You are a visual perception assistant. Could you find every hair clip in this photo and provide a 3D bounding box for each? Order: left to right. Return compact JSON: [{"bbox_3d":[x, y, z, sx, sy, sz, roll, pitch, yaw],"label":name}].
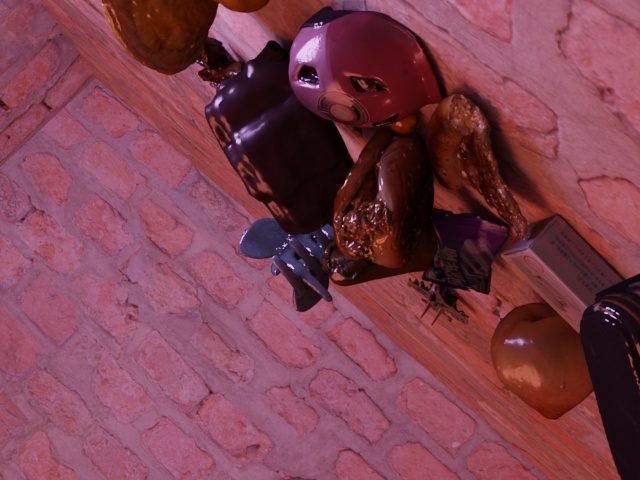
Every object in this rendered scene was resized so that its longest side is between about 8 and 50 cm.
[{"bbox_3d":[0.000,0.000,2.057,0.392,0.318,0.238,48,167,-16],"label":"hair clip"}]

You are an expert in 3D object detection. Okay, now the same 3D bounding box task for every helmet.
[{"bbox_3d":[0.048,-0.253,1.278,0.253,0.154,0.198,41,170,42],"label":"helmet"}]

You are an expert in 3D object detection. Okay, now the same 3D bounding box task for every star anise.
[{"bbox_3d":[-0.234,-0.401,1.961,0.288,0.088,0.288,46,172,9],"label":"star anise"}]

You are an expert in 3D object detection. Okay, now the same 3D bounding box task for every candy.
[{"bbox_3d":[0.273,0.029,1.582,0.145,0.070,0.275,15,149,10],"label":"candy"}]

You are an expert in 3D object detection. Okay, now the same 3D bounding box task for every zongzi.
[{"bbox_3d":[0.174,0.057,1.736,0.289,0.260,0.123,45,167,5],"label":"zongzi"}]

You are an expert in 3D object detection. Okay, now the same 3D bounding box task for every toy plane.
[{"bbox_3d":[0.302,0.136,2.089,0.192,0.088,0.262,35,158,18],"label":"toy plane"}]

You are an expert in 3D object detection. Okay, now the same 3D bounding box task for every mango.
[{"bbox_3d":[0.134,-0.212,1.401,0.060,0.046,0.089,52,180,-32],"label":"mango"}]

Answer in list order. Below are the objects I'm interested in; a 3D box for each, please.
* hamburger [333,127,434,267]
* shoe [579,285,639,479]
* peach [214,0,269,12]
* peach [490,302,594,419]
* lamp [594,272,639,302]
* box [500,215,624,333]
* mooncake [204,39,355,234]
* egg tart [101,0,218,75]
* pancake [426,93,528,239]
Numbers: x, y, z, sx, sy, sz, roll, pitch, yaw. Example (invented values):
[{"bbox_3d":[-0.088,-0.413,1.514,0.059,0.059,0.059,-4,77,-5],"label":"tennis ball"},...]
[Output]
[{"bbox_3d":[0.120,-0.073,1.455,0.146,0.243,0.286,14,-170,22],"label":"hamburger"},{"bbox_3d":[0.482,0.209,1.005,0.171,0.237,0.384,-159,48,-79],"label":"shoe"},{"bbox_3d":[-0.154,-0.458,1.355,0.179,0.103,0.179,40,168,10],"label":"peach"},{"bbox_3d":[0.433,0.240,1.581,0.232,0.232,0.232,42,170,9],"label":"peach"},{"bbox_3d":[0.517,0.157,1.173,0.124,0.203,0.283,39,150,63],"label":"lamp"},{"bbox_3d":[0.429,0.083,1.334,0.269,0.079,0.135,45,171,-2],"label":"box"},{"bbox_3d":[-0.072,-0.189,1.556,0.351,0.212,0.381,54,-176,-5],"label":"mooncake"},{"bbox_3d":[-0.266,-0.459,1.455,0.128,0.319,0.319,-3,143,30],"label":"egg tart"},{"bbox_3d":[0.245,-0.099,1.277,0.245,0.057,0.266,56,175,6],"label":"pancake"}]
